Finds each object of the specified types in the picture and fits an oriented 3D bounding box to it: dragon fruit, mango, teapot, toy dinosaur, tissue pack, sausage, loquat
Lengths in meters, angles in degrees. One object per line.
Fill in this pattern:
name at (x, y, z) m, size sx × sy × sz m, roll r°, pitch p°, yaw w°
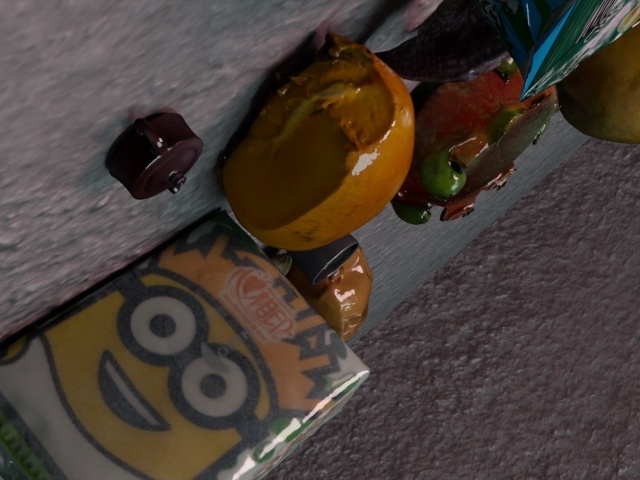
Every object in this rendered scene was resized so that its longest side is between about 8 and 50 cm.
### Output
dragon fruit at (0.190, -0.138, 1.157) m, size 0.268 × 0.130 × 0.295 m, roll -50°, pitch 166°, yaw 32°
mango at (-0.002, -0.064, 0.820) m, size 0.153 × 0.126 × 0.252 m, roll -23°, pitch 161°, yaw -28°
teapot at (-0.115, -0.058, 0.666) m, size 0.068 × 0.045 × 0.100 m, roll -41°, pitch 169°, yaw -12°
toy dinosaur at (0.151, -0.198, 0.793) m, size 0.294 × 0.077 × 0.162 m, roll -21°, pitch -150°, yaw 43°
tissue pack at (-0.140, 0.141, 0.849) m, size 0.311 × 0.228 × 0.128 m, roll -35°, pitch 166°, yaw -33°
sausage at (0.014, 0.068, 1.334) m, size 0.120 × 0.136 × 0.241 m, roll -33°, pitch 163°, yaw -9°
loquat at (0.433, -0.265, 1.193) m, size 0.283 × 0.276 × 0.276 m, roll -27°, pitch 166°, yaw -7°

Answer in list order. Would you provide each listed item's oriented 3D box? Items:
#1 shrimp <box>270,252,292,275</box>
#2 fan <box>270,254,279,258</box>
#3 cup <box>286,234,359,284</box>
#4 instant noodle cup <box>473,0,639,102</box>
shrimp at (-0.088, 0.082, 1.214) m, size 0.132 × 0.052 × 0.187 m, roll -23°, pitch 160°, yaw -44°
fan at (-0.087, 0.046, 1.224) m, size 0.080 × 0.003 × 0.060 m, roll -31°, pitch 165°, yaw -39°
cup at (0.000, 0.000, 1.163) m, size 0.078 × 0.077 × 0.100 m, roll -48°, pitch 166°, yaw 25°
instant noodle cup at (0.158, -0.238, 0.584) m, size 0.240 × 0.178 × 0.240 m, roll -40°, pitch 168°, yaw -10°
